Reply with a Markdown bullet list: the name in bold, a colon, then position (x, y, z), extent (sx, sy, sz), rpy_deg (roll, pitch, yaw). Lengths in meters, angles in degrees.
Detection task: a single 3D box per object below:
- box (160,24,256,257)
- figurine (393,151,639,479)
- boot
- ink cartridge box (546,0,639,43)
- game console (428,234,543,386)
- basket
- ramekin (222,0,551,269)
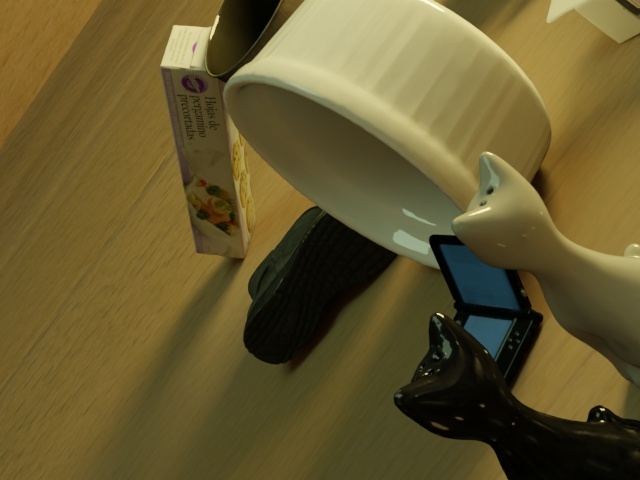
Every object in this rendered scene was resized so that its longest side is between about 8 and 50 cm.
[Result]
- **box**: position (-0.121, -0.101, 1.807), extent (0.324, 0.063, 0.067), rpy_deg (85, -167, -51)
- **figurine**: position (0.154, 0.069, 1.076), extent (0.092, 0.209, 0.215), rpy_deg (-27, 37, 51)
- **boot**: position (0.000, 0.000, 1.660), extent (0.246, 0.083, 0.161), rpy_deg (-47, 19, 20)
- **ink cartridge box**: position (0.284, -0.243, 1.406), extent (0.180, 0.060, 0.104), rpy_deg (-27, 38, 51)
- **game console**: position (0.119, 0.059, 1.340), extent (0.107, 0.071, 0.122), rpy_deg (-62, 22, -11)
- **basket**: position (0.018, -0.184, 1.658), extent (0.154, 0.227, 0.204), rpy_deg (-42, 28, 32)
- **ramekin**: position (0.065, -0.103, 1.413), extent (0.135, 0.277, 0.277), rpy_deg (-55, 21, -14)
